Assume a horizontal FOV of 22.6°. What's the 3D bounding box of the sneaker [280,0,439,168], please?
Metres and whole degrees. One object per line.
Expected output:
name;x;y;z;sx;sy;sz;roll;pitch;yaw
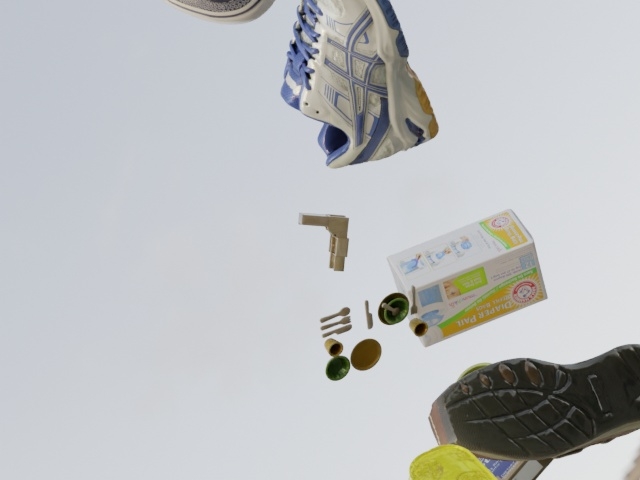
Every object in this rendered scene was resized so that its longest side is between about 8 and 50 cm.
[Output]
sneaker;0.016;-0.176;1.534;0.131;0.112;0.296;-25;-47;2

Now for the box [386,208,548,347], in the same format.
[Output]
box;0.218;0.055;2.364;0.203;0.103;0.114;-22;-56;-3

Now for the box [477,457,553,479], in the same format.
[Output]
box;0.239;0.281;2.100;0.136;0.036;0.225;-49;9;-4

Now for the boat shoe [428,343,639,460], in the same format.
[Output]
boat shoe;0.271;0.207;1.878;0.324;0.122;0.120;-4;-25;-27

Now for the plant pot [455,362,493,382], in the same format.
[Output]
plant pot;0.223;0.208;2.076;0.083;0.083;0.079;-46;-30;3

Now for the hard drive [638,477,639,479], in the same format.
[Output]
hard drive;0.339;0.351;1.646;0.233;0.047;0.353;-58;-27;-6

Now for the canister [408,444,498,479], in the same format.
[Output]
canister;0.146;0.310;1.623;0.073;0.126;0.170;-22;-50;-20

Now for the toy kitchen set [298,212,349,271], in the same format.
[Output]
toy kitchen set;0.000;0.000;2.460;0.068;0.075;0.083;-147;61;-77

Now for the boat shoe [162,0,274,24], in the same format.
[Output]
boat shoe;-0.198;-0.348;1.640;0.127;0.340;0.158;-54;-15;5

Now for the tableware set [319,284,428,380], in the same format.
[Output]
tableware set;0.072;0.127;2.123;0.154;0.024;0.104;-18;-61;-21
